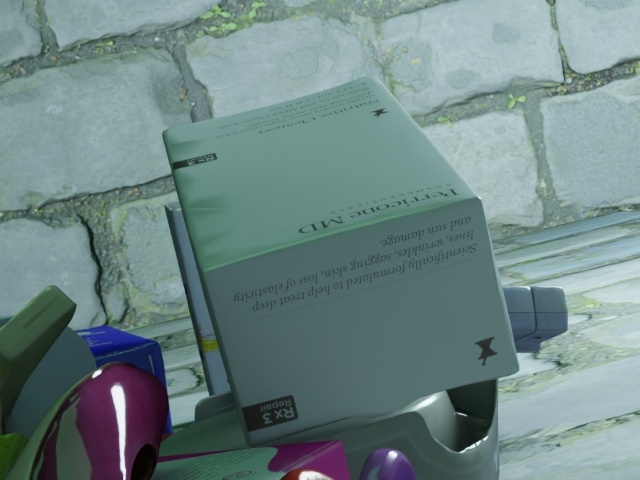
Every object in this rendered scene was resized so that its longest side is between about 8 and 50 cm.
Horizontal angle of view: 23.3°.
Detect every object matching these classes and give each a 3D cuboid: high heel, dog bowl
[{"bbox_3d":[-0.121,0.197,0.895,0.127,0.181,0.377,-59,-4,25],"label":"high heel"},{"bbox_3d":[-0.011,0.182,1.284,0.349,0.102,0.349,-12,4,1],"label":"dog bowl"}]

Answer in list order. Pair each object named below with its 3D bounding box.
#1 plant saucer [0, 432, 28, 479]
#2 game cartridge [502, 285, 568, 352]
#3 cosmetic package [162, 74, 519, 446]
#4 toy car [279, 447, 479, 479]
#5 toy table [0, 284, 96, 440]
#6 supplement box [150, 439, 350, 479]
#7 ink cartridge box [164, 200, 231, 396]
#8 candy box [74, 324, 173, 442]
[{"bbox_3d":[-0.279,0.237,1.132,0.188,0.188,0.045,-13,40,1],"label":"plant saucer"},{"bbox_3d":[0.065,0.110,1.560,0.230,0.068,0.355,-3,-14,-21],"label":"game cartridge"},{"bbox_3d":[0.000,0.000,1.274,0.217,0.156,0.385,-16,20,-6],"label":"cosmetic package"},{"bbox_3d":[0.032,0.183,0.851,0.182,0.136,0.159,-12,4,19],"label":"toy car"},{"bbox_3d":[-0.296,0.148,1.248,0.274,0.252,0.161,-57,-5,-25],"label":"toy table"},{"bbox_3d":[-0.089,0.210,1.061,0.220,0.113,0.111,-12,4,35],"label":"supplement box"},{"bbox_3d":[-0.057,0.069,1.846,0.198,0.270,0.197,-14,5,-7],"label":"ink cartridge box"},{"bbox_3d":[-0.301,0.170,1.508,0.268,0.122,0.317,-11,2,-16],"label":"candy box"}]
